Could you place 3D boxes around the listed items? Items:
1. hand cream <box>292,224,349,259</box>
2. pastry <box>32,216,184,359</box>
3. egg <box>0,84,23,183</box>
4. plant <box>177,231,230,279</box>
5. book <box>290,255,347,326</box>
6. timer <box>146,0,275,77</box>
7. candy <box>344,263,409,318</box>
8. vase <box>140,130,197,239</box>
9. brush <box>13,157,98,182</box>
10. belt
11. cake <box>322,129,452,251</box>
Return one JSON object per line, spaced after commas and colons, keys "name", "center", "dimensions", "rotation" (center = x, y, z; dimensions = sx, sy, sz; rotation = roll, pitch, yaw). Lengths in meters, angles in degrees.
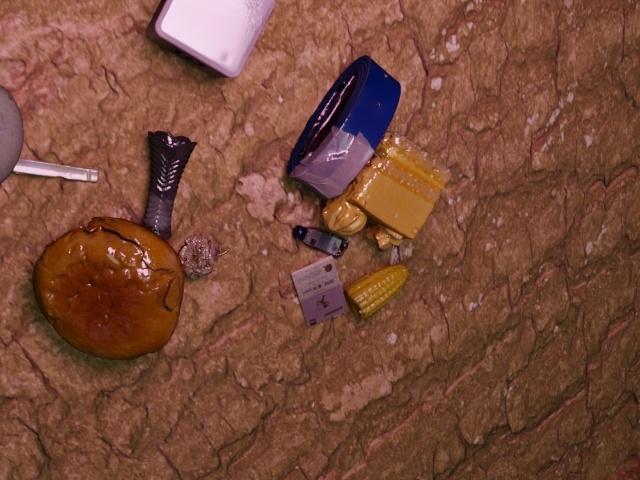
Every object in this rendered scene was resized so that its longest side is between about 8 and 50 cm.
{"name": "hand cream", "center": [0.000, 0.000, 1.583], "dimensions": [0.163, 0.039, 0.062], "rotation": [23, 94, -32]}
{"name": "pastry", "center": [-0.466, 0.114, 1.321], "dimensions": [0.355, 0.164, 0.356], "rotation": [-3, 116, -6]}
{"name": "egg", "center": [-0.684, -0.205, 1.168], "dimensions": [0.169, 0.169, 0.237], "rotation": [14, 112, -25]}
{"name": "plant", "center": [-0.286, 0.037, 1.466], "dimensions": [0.116, 0.104, 0.122], "rotation": [-42, 159, 32]}
{"name": "book", "center": [-0.002, 0.142, 1.622], "dimensions": [0.127, 0.014, 0.182], "rotation": [-22, 117, -13]}
{"name": "timer", "center": [-0.240, -0.475, 1.260], "dimensions": [0.192, 0.195, 0.194], "rotation": [26, 95, -26]}
{"name": "candy", "center": [0.166, 0.131, 1.650], "dimensions": [0.198, 0.106, 0.094], "rotation": [-31, 133, -16]}
{"name": "vase", "center": [-0.364, -0.125, 1.366], "dimensions": [0.115, 0.115, 0.238], "rotation": [8, 107, -24]}
{"name": "brush", "center": [-0.586, -0.154, 1.305], "dimensions": [0.178, 0.030, 0.033], "rotation": [6, 87, -34]}
{"name": "belt", "center": [0.060, -0.272, 1.431], "dimensions": [0.117, 0.212, 0.347], "rotation": [33, 86, -28]}
{"name": "cake", "center": [0.146, -0.122, 1.504], "dimensions": [0.227, 0.222, 0.286], "rotation": [29, 93, -24]}
